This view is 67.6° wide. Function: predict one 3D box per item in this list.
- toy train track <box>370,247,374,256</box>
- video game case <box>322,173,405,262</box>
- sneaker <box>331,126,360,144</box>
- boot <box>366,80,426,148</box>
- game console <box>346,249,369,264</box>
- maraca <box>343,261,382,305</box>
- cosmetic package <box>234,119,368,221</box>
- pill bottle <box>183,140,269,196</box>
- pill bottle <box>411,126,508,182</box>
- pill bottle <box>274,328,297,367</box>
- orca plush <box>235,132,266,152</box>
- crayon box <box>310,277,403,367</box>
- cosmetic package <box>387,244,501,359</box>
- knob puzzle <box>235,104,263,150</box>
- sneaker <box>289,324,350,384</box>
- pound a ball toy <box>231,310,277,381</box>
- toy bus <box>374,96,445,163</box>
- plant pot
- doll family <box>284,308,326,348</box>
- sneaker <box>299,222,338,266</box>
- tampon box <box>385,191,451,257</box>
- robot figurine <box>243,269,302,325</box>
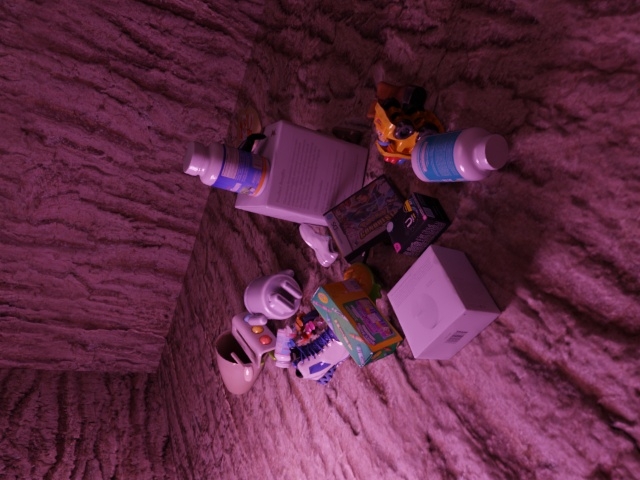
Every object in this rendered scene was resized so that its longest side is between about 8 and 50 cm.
[{"bbox_3d":[0.193,0.019,1.737,0.048,0.014,0.083,5,90,53],"label":"toy train track"},{"bbox_3d":[0.160,-0.084,1.672,0.275,0.035,0.248,-34,43,9],"label":"video game case"},{"bbox_3d":[0.096,-0.434,2.006,0.188,0.066,0.071,27,104,60],"label":"sneaker"},{"bbox_3d":[0.234,-0.453,1.749,0.280,0.096,0.263,37,113,58],"label":"boot"},{"bbox_3d":[0.146,0.033,1.813,0.107,0.071,0.122,19,98,30],"label":"game console"},{"bbox_3d":[0.150,0.157,1.680,0.185,0.099,0.127,49,123,40],"label":"maraca"},{"bbox_3d":[-0.078,-0.246,1.910,0.328,0.394,0.328,6,84,60],"label":"cosmetic package"},{"bbox_3d":[-0.330,-0.255,1.672,0.152,0.272,0.152,-28,56,53],"label":"pill bottle"},{"bbox_3d":[0.392,-0.239,1.352,0.264,0.146,0.146,9,87,61],"label":"pill bottle"},{"bbox_3d":[-0.154,0.471,2.096,0.087,0.087,0.160,-6,75,59],"label":"pill bottle"},{"bbox_3d":[-0.294,-0.311,1.843,0.287,0.102,0.151,-34,16,35],"label":"orca plush"},{"bbox_3d":[0.116,0.256,1.542,0.278,0.166,0.081,51,126,27],"label":"crayon box"},{"bbox_3d":[0.330,0.173,1.321,0.224,0.138,0.224,-56,38,34],"label":"cosmetic package"},{"bbox_3d":[-0.271,-0.433,1.882,0.213,0.030,0.212,-1,89,53],"label":"knob puzzle"},{"bbox_3d":[-0.010,0.416,1.773,0.315,0.182,0.127,-63,35,25],"label":"sneaker"},{"bbox_3d":[-0.315,0.465,2.189,0.319,0.208,0.135,41,132,43],"label":"pound a ball toy"},{"bbox_3d":[0.254,-0.336,1.562,0.211,0.221,0.149,-58,40,42],"label":"toy bus"},{"bbox_3d":[-0.389,0.607,2.331,0.256,0.257,0.273,-123,36,-51],"label":"plant pot"},{"bbox_3d":[-0.043,0.315,1.902,0.118,0.163,0.263,56,135,13],"label":"doll family"},{"bbox_3d":[0.000,0.000,1.976,0.094,0.080,0.212,-43,74,27],"label":"sneaker"},{"bbox_3d":[0.300,-0.047,1.486,0.161,0.102,0.120,-55,37,35],"label":"tampon box"},{"bbox_3d":[-0.222,0.257,2.172,0.299,0.200,0.354,-55,21,-24],"label":"robot figurine"}]
